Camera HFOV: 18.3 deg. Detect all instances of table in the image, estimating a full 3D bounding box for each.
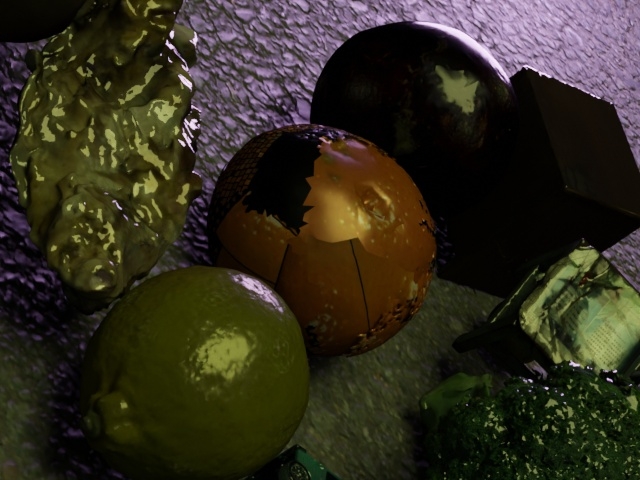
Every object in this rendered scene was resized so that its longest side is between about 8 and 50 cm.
[{"bbox_3d":[0.234,-0.056,2.225,0.172,0.193,0.169,18,46,-42],"label":"table"}]

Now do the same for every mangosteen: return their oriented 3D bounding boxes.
[{"bbox_3d":[0.085,-0.103,2.083,0.228,0.228,0.265,40,62,-19],"label":"mangosteen"}]

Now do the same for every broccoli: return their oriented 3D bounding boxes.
[{"bbox_3d":[0.194,0.223,1.909,0.270,0.270,0.270,25,11,-37],"label":"broccoli"}]

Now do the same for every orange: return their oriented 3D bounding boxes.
[{"bbox_3d":[0.000,0.000,1.905,0.234,0.182,0.234,21,57,-38],"label":"orange"}]

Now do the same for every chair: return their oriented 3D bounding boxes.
[{"bbox_3d":[0.275,0.087,2.008,0.147,0.270,0.136,47,64,-9],"label":"chair"}]

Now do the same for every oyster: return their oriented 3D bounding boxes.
[{"bbox_3d":[-0.171,-0.076,1.724,0.351,0.115,0.238,-74,150,-46],"label":"oyster"}]

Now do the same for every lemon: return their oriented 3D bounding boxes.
[{"bbox_3d":[-0.106,0.117,1.650,0.184,0.184,0.248,54,35,1],"label":"lemon"}]

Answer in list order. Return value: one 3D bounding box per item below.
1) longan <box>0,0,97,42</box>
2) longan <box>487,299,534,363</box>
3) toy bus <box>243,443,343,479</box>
[{"bbox_3d":[-0.281,-0.298,1.767,0.258,0.258,0.258,32,38,-29],"label":"longan"},{"bbox_3d":[0.221,0.097,2.167,0.075,0.083,0.075,0,90,-73],"label":"longan"},{"bbox_3d":[-0.025,0.266,1.704,0.092,0.079,0.160,38,34,-23],"label":"toy bus"}]
